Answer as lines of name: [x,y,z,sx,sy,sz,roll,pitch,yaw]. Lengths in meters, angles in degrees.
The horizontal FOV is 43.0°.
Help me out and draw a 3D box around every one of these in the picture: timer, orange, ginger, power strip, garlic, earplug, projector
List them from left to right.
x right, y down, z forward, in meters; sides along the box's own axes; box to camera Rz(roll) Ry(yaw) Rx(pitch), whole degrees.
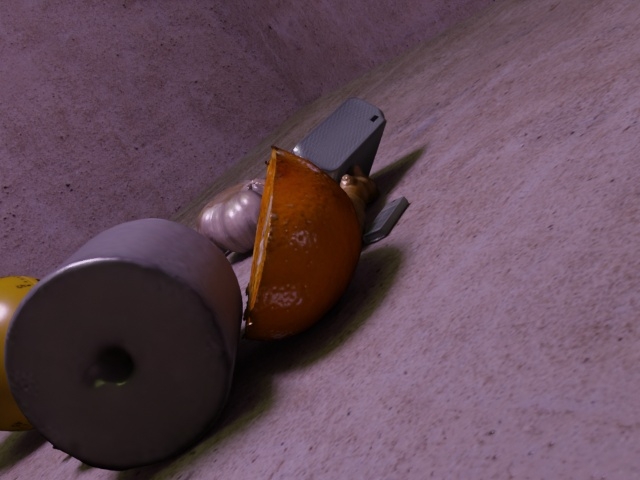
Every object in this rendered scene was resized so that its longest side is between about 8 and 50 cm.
timer: [-0.637,0.245,1.809,0.376,0.376,0.387,-25,-18,40]
earplug: [-0.277,0.130,1.286,0.313,0.312,0.394,-35,11,7]
garlic: [-0.189,-0.056,1.990,0.228,0.152,0.228,-27,14,7]
orange: [-0.060,0.003,1.271,0.274,0.274,0.310,-39,49,-6]
projector: [0.023,-0.155,1.698,0.250,0.108,0.198,-49,-17,-41]
ginger: [0.062,-0.070,1.536,0.065,0.118,0.299,-12,13,15]
power strip: [0.118,-0.040,1.450,0.051,0.019,0.136,-27,17,43]

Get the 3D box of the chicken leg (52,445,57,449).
chicken leg: [-0.396,0.308,1.487,0.234,0.063,0.105,-38,20,-10]

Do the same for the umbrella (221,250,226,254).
umbrella: [-0.295,0.042,2.124,0.250,0.052,0.053,-44,12,-7]
